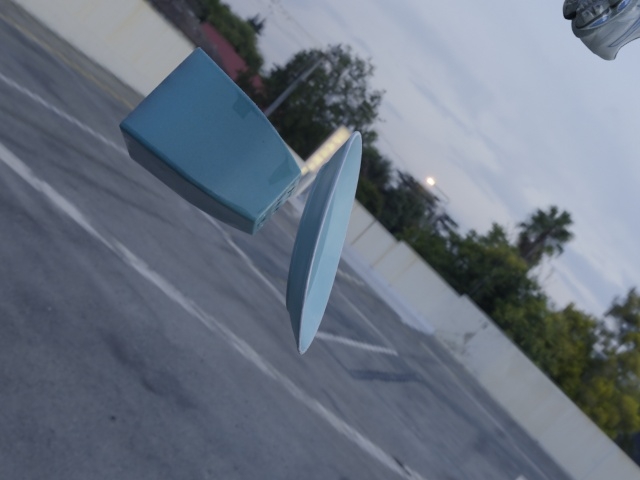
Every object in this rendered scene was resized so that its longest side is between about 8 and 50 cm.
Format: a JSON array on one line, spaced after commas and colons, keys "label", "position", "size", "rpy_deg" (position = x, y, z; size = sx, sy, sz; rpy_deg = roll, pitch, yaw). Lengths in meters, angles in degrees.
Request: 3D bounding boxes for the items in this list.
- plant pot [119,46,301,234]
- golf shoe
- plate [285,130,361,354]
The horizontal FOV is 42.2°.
[{"label": "plant pot", "position": [-0.151, -0.130, 1.250], "size": [0.234, 0.165, 0.165], "rpy_deg": [41, -13, 3]}, {"label": "golf shoe", "position": [0.316, -0.237, 0.765], "size": [0.086, 0.176, 0.069], "rpy_deg": [43, 26, -37]}, {"label": "plate", "position": [0.000, 0.000, 0.682], "size": [0.024, 0.188, 0.188], "rpy_deg": [15, -2, 8]}]
